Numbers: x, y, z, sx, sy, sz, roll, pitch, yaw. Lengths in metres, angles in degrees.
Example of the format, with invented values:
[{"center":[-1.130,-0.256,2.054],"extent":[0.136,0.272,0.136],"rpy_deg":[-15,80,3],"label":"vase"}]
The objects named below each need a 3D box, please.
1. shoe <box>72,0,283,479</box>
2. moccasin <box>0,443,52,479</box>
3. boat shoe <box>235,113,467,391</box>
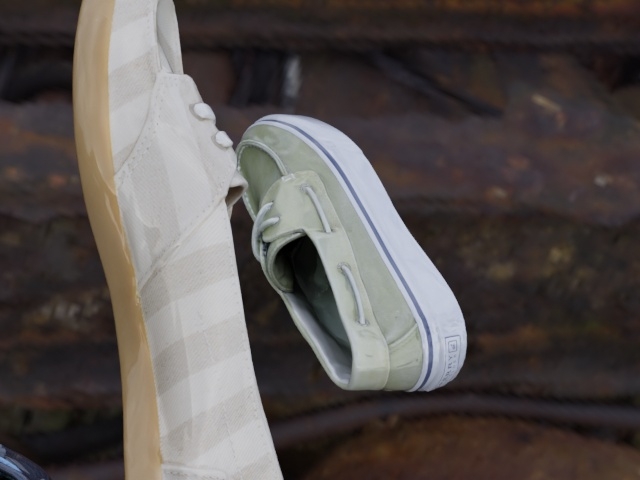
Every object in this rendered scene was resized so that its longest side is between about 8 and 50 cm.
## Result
[{"center":[-0.046,0.009,0.626],"extent":[0.058,0.076,0.219],"rpy_deg":[-7,82,3],"label":"shoe"},{"center":[-0.333,0.136,1.221],"extent":[0.342,0.117,0.137],"rpy_deg":[10,64,4],"label":"moccasin"},{"center":[0.000,0.000,1.340],"extent":[0.094,0.109,0.302],"rpy_deg":[-4,36,-31],"label":"boat shoe"}]
